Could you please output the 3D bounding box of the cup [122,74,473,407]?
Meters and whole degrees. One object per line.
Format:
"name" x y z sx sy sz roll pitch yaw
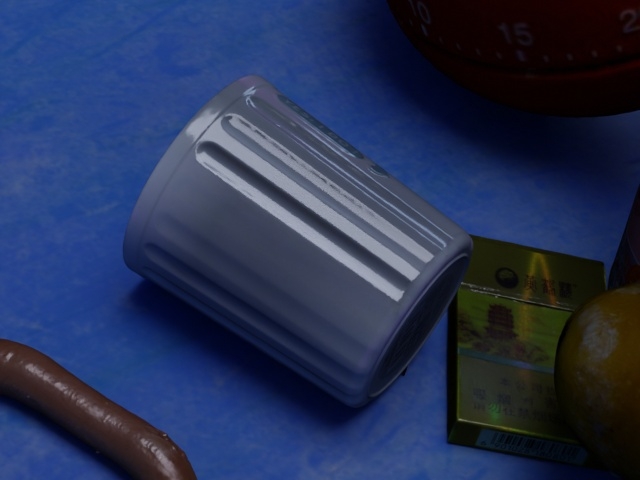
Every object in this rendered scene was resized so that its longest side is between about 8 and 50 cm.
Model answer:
"cup" 0.002 -0.009 1.369 0.202 0.167 0.221 35 47 14

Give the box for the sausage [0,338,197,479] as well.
"sausage" -0.154 0.120 1.276 0.186 0.043 0.043 32 45 15

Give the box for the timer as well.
"timer" 0.226 -0.278 1.591 0.378 0.279 0.378 -14 45 14

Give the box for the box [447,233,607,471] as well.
"box" 0.155 0.079 1.425 0.121 0.030 0.193 11 44 -7

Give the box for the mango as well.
"mango" 0.297 0.123 1.315 0.316 0.146 0.193 20 6 -25

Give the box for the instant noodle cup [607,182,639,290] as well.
"instant noodle cup" 0.338 -0.021 1.438 0.243 0.231 0.243 10 43 -9
